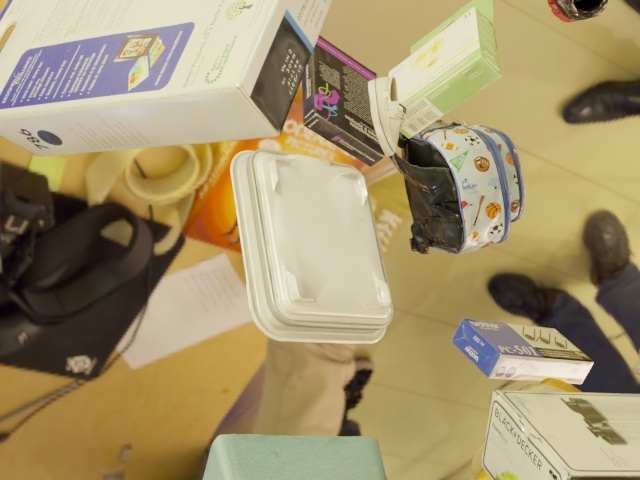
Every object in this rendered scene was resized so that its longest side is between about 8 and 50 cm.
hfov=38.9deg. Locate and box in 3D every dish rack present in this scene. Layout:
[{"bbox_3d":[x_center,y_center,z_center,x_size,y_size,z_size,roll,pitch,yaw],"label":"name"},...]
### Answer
[{"bbox_3d":[0.000,0.000,1.493,0.286,0.332,0.072,7,153,-38],"label":"dish rack"}]

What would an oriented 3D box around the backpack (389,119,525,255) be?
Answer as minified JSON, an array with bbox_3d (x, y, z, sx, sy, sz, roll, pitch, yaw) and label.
[{"bbox_3d":[0.259,-0.095,1.677,0.213,0.263,0.276,-19,107,-4],"label":"backpack"}]

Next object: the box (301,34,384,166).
[{"bbox_3d":[0.027,-0.181,1.148,0.116,0.162,0.029,28,131,-31],"label":"box"}]

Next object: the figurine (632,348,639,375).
[{"bbox_3d":[0.491,0.119,1.089,0.215,0.092,0.209,-22,173,1],"label":"figurine"}]

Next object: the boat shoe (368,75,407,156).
[{"bbox_3d":[0.074,-0.133,0.951,0.035,0.100,0.035,-17,142,16],"label":"boat shoe"}]

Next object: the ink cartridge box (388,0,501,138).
[{"bbox_3d":[0.178,-0.279,1.335,0.056,0.235,0.171,35,129,-30],"label":"ink cartridge box"}]

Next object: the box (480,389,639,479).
[{"bbox_3d":[0.322,0.221,0.874,0.290,0.169,0.087,4,106,-15],"label":"box"}]

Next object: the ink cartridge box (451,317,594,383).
[{"bbox_3d":[0.307,0.169,1.367,0.207,0.097,0.046,9,113,-34],"label":"ink cartridge box"}]

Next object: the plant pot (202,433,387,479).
[{"bbox_3d":[-0.030,0.443,1.232,0.247,0.252,0.247,5,122,-20],"label":"plant pot"}]

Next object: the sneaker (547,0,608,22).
[{"bbox_3d":[0.454,-0.521,1.718,0.097,0.135,0.276,-48,119,1],"label":"sneaker"}]

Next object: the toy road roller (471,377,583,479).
[{"bbox_3d":[0.304,0.370,1.175,0.202,0.241,0.329,-42,152,-43],"label":"toy road roller"}]

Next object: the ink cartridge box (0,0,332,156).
[{"bbox_3d":[-0.153,-0.154,0.733,0.333,0.165,0.065,2,151,33],"label":"ink cartridge box"}]
